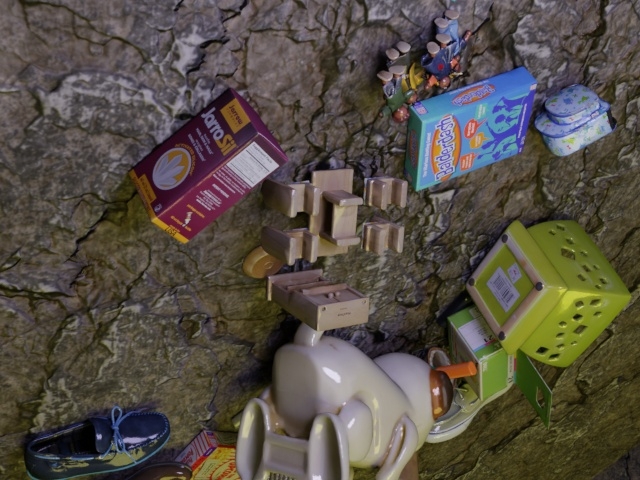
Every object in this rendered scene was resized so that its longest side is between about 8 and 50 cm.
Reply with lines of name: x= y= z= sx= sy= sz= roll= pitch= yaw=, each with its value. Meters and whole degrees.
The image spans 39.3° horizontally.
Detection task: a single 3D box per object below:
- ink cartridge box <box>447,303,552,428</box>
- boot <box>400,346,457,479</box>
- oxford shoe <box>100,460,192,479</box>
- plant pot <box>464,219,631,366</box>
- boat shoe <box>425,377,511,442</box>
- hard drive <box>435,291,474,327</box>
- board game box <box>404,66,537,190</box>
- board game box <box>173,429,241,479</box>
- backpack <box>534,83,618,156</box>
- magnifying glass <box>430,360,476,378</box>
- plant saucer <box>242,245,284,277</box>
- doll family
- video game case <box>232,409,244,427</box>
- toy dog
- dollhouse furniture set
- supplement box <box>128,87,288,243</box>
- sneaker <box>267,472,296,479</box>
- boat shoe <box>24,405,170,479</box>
ink cartridge box: x=0.375 y=0.279 z=1.885 sx=0.097 sy=0.255 sz=0.189 roll=-26 pitch=144 yaw=-8
boot: x=0.219 y=0.409 z=2.005 sx=0.089 sy=0.236 sz=0.269 roll=11 pitch=131 yaw=-23
oxford shoe: x=-0.357 y=0.508 z=1.768 sx=0.227 sy=0.096 sz=0.083 roll=-19 pitch=124 yaw=-10
plant pot: x=0.436 y=0.100 z=1.795 sx=0.207 sy=0.228 sz=0.227 roll=7 pitch=130 yaw=-34
boat shoe: x=0.342 y=0.365 z=2.138 sx=0.302 sy=0.109 sz=0.094 roll=-33 pitch=131 yaw=-26
hard drive: x=0.324 y=0.156 z=1.942 sx=0.135 sy=0.022 sz=0.094 roll=11 pitch=127 yaw=-44
board game box: x=0.241 y=-0.180 z=1.457 sx=0.210 sy=0.047 sz=0.160 roll=-21 pitch=143 yaw=-14
board game box: x=-0.214 y=0.467 z=1.895 sx=0.193 sy=0.045 sz=0.147 roll=18 pitch=122 yaw=-47
backpack: x=0.425 y=-0.206 z=1.520 sx=0.114 sy=0.105 sz=0.084 roll=-33 pitch=122 yaw=3
magnifying glass: x=0.233 y=0.287 z=1.909 sx=0.231 sy=0.092 sz=0.026 roll=-18 pitch=-175 yaw=46
plant saucer: x=-0.090 y=0.037 z=1.500 sx=0.083 sy=0.015 sz=0.083 roll=-20 pitch=143 yaw=-16
doll family: x=0.151 y=-0.246 z=1.292 sx=0.193 sy=0.076 sz=0.111 roll=-31 pitch=140 yaw=-6
video game case: x=-0.067 y=0.348 z=1.882 sx=0.190 sy=0.022 sz=0.173 roll=-38 pitch=144 yaw=9
toy dog: x=0.069 y=0.324 z=1.768 sx=0.284 sy=0.395 sz=0.408 roll=-11 pitch=167 yaw=42
dollhouse furniture set: x=0.000 y=0.000 z=1.441 sx=0.212 sy=0.161 sz=0.242 roll=-7 pitch=109 yaw=-31
supplement box: x=-0.153 y=-0.100 z=1.211 sx=0.188 sy=0.104 sz=0.081 roll=-38 pitch=144 yaw=8
sneaker: x=-0.160 y=0.609 z=2.050 sx=0.366 sy=0.135 sz=0.150 roll=-36 pitch=153 yaw=20
boat shoe: x=-0.391 y=0.363 z=1.590 sx=0.258 sy=0.109 sz=0.089 roll=-19 pitch=139 yaw=-21
